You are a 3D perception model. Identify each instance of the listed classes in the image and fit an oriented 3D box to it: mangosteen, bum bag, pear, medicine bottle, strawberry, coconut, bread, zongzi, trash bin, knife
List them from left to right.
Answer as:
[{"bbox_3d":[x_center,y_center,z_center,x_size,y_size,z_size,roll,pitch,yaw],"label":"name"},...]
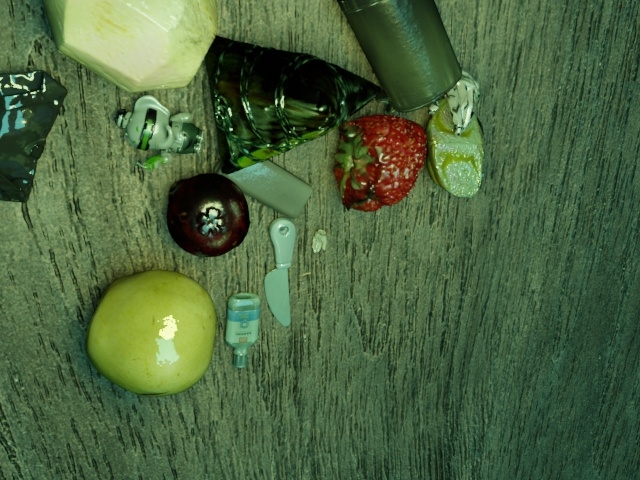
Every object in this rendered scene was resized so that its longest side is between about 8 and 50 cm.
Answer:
[{"bbox_3d":[-0.640,-0.217,1.253,0.137,0.074,0.310,15,110,-39],"label":"bum bag"},{"bbox_3d":[-0.362,-0.468,1.137,0.352,0.352,0.352,-8,113,-19],"label":"coconut"},{"bbox_3d":[-0.393,0.212,1.407,0.309,0.309,0.309,-8,113,-19],"label":"pear"},{"bbox_3d":[-0.262,-0.060,1.399,0.210,0.210,0.210,-8,113,-19],"label":"mangosteen"},{"bbox_3d":[-0.212,0.244,1.625,0.090,0.054,0.208,-2,111,-22],"label":"medicine bottle"},{"bbox_3d":[-0.113,0.095,1.621,0.080,0.044,0.331,-6,116,-21],"label":"knife"},{"bbox_3d":[-0.044,-0.320,1.350,0.362,0.383,0.319,-25,115,-52],"label":"zongzi"},{"bbox_3d":[0.159,-0.197,1.492,0.257,0.261,0.261,1,110,-24],"label":"strawberry"},{"bbox_3d":[0.195,-0.484,1.417,0.252,0.203,0.301,-25,120,12],"label":"trash bin"},{"bbox_3d":[0.336,-0.232,1.593,0.158,0.261,0.156,2,152,-13],"label":"bread"}]

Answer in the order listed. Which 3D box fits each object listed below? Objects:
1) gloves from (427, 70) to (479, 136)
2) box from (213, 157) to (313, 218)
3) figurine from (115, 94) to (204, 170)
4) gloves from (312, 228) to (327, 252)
[{"bbox_3d":[0.338,-0.359,1.505,0.127,0.212,0.111,23,125,-23],"label":"gloves"},{"bbox_3d":[-0.141,-0.149,1.498,0.243,0.055,0.103,29,97,-29],"label":"box"},{"bbox_3d":[-0.360,-0.243,1.337,0.192,0.126,0.147,15,123,-15],"label":"figurine"},{"bbox_3d":[0.001,0.000,1.623,0.044,0.037,0.081,30,117,6],"label":"gloves"}]
